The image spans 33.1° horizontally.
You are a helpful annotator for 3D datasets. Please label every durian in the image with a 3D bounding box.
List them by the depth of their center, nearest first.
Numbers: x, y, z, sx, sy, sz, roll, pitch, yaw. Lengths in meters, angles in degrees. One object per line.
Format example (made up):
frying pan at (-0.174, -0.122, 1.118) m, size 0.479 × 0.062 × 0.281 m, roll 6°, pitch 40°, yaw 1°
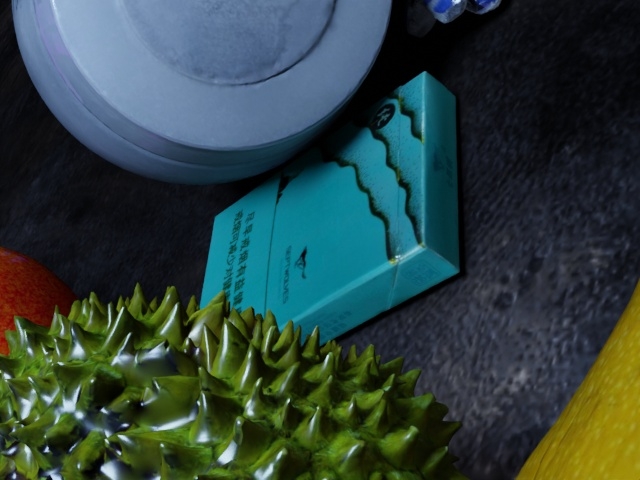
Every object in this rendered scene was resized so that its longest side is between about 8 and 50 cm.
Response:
durian at (-0.045, 0.152, 0.462) m, size 0.291 × 0.224 × 0.291 m, roll -10°, pitch 76°, yaw 44°

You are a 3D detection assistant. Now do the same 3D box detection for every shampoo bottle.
shampoo bottle at (-0.089, -0.177, 0.803) m, size 0.273 × 0.273 × 0.266 m, roll -58°, pitch 16°, yaw -4°

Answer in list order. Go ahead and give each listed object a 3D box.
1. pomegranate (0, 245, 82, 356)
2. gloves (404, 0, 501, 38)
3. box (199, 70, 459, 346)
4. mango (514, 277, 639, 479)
pomegranate at (-0.292, 0.119, 0.901) m, size 0.256 × 0.221 × 0.221 m, roll -22°, pitch 43°, yaw 58°
gloves at (0.088, -0.241, 0.827) m, size 0.229 × 0.097 × 0.119 m, roll -101°, pitch 22°, yaw -44°
box at (0.000, 0.000, 0.755) m, size 0.226 × 0.042 × 0.161 m, roll -32°, pitch 39°, yaw 35°
mango at (0.153, 0.095, 0.351) m, size 0.187 × 0.144 × 0.359 m, roll 13°, pitch 70°, yaw 42°
